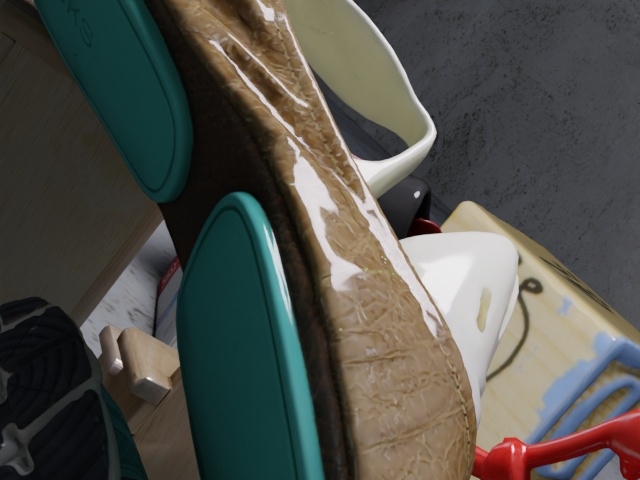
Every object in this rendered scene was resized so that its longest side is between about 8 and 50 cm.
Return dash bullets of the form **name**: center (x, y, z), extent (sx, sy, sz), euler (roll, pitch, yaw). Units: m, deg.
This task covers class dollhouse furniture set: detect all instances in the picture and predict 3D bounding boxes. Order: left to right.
- **dollhouse furniture set**: center (-0.167, -0.063, 0.660), extent (0.303, 0.174, 0.355), euler (34, 11, -27)

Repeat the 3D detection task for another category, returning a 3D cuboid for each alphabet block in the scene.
- **alphabet block**: center (0.174, 0.111, 1.072), extent (0.197, 0.192, 0.193), euler (45, 10, 34)

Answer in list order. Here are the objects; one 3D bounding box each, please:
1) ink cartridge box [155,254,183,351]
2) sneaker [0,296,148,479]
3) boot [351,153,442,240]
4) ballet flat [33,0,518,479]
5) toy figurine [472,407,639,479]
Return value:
- **ink cartridge box**: center (-0.045, 0.065, 0.816), extent (0.127, 0.072, 0.175), euler (37, 10, -14)
- **sneaker**: center (-0.082, 0.130, 0.405), extent (0.275, 0.107, 0.110), euler (54, -2, 41)
- **boot**: center (0.000, 0.000, 0.925), extent (0.176, 0.088, 0.244), euler (26, -26, 2)
- **ballet flat**: center (-0.006, -0.011, 0.417), extent (0.124, 0.116, 0.342), euler (-10, 61, -27)
- **toy figurine**: center (0.155, 0.245, 0.399), extent (0.362, 0.191, 0.217), euler (61, 6, 34)
